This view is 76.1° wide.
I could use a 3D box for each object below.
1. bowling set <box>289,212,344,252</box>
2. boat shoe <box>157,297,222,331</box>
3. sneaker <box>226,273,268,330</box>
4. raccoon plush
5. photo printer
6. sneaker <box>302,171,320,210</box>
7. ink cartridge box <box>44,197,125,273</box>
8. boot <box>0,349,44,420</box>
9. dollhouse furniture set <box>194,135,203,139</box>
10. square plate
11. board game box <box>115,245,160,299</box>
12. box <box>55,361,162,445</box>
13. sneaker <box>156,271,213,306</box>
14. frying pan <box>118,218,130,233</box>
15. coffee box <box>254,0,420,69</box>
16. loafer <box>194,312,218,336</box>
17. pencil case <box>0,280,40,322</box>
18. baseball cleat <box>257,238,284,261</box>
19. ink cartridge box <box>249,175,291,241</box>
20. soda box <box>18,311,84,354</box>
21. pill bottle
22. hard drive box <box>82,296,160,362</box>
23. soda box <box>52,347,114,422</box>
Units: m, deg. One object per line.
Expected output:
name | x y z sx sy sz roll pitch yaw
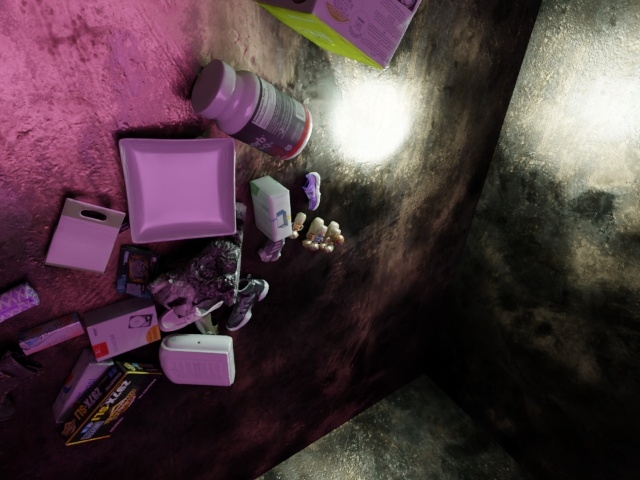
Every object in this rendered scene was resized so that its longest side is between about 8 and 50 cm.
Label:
bowling set | 0.000 0.000 1.852 0.286 0.200 0.154 14 111 -41
boat shoe | -0.519 0.277 1.658 0.277 0.096 0.098 -27 90 -33
sneaker | -0.360 0.267 1.811 0.269 0.101 0.153 -53 138 -4
raccoon plush | -0.448 0.067 1.519 0.298 0.447 0.216 6 146 -8
photo printer | -0.530 0.513 1.752 0.307 0.107 0.256 3 127 -2
sneaker | -0.044 -0.212 1.764 0.071 0.068 0.170 -9 118 -17
ink cartridge box | -0.740 -0.016 1.287 0.171 0.056 0.235 17 108 -36
boot | -1.037 0.486 1.365 0.228 0.091 0.263 -28 139 -9
dollhouse furniture set | -0.401 -0.281 1.379 0.091 0.081 0.114 -36 137 -14
square plate | -0.454 -0.168 1.348 0.343 0.049 0.348 -6 118 -22
board game box | -0.652 0.116 1.457 0.126 0.026 0.186 15 113 -11
box | -0.817 0.630 1.608 0.322 0.079 0.257 -50 160 -10
sneaker | -0.525 0.192 1.584 0.275 0.135 0.098 4 119 -40
frying pan | -0.579 -0.069 1.403 0.326 0.053 0.197 -41 130 4
coffee box | 0.067 -0.772 1.223 0.338 0.337 0.335 12 112 -45
loafer | -0.480 0.390 1.798 0.087 0.094 0.251 -29 135 -15
pencil case | -0.974 0.211 1.250 0.206 0.088 0.087 -31 133 -18
baseball cleat | -0.212 0.024 1.755 0.109 0.072 0.206 -17 140 -30
ink cartridge box | -0.195 -0.125 1.615 0.093 0.154 0.213 -24 132 -29
soda box | -0.917 0.317 1.398 0.183 0.058 0.063 -22 132 -28
pill bottle | -0.218 -0.420 1.338 0.362 0.210 0.210 18 107 -45
hard drive box | -0.739 0.324 1.533 0.232 0.089 0.181 -18 129 -30
soda box | -0.906 0.552 1.557 0.098 0.091 0.286 22 105 -49
